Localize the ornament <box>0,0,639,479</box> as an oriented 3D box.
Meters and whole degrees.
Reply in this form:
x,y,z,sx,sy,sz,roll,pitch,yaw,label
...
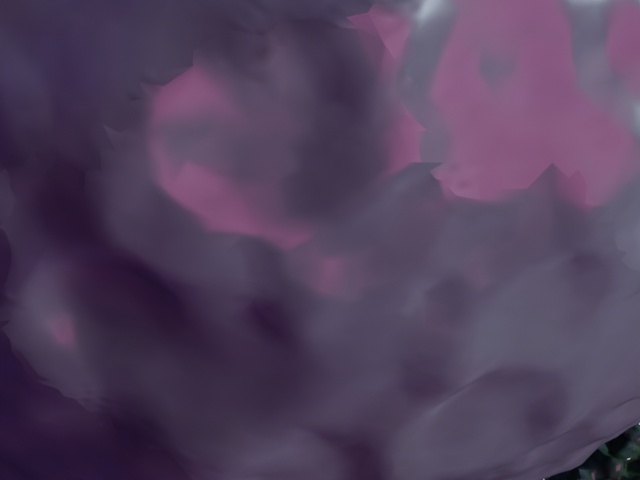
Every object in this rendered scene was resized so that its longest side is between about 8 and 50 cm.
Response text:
x,y,z,sx,sy,sz,roll,pitch,yaw,label
-0.019,-0.086,0.494,0.337,0.337,0.337,-14,128,-18,ornament

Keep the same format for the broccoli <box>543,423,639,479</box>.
x,y,z,sx,sy,sz,roll,pitch,yaw,label
0.107,0.129,0.812,0.249,0.302,0.375,33,77,-18,broccoli
